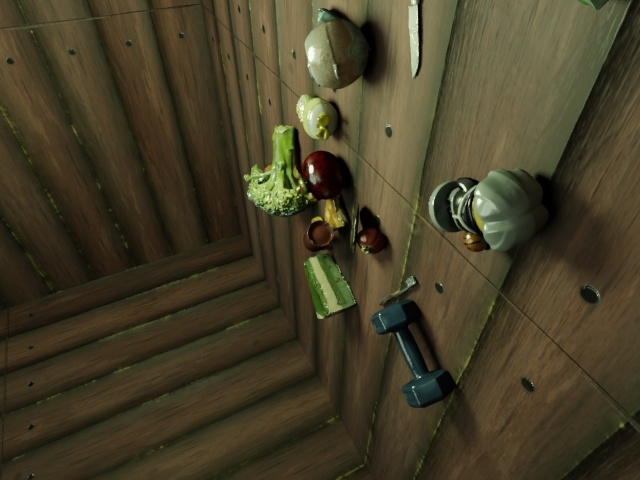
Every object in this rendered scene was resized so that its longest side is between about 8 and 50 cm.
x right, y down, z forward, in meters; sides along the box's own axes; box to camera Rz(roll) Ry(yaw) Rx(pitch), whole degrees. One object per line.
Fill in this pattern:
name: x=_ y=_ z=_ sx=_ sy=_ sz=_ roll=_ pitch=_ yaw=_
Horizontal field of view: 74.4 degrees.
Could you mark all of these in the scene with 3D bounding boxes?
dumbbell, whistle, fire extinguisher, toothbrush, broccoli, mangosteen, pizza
dumbbell: x=0.290 y=0.358 z=1.352 sx=0.144 sy=0.159 sz=0.325 roll=-34 pitch=73 yaw=38
whistle: x=0.045 y=-0.563 z=1.203 sx=0.189 sy=0.188 sz=0.348 roll=95 pitch=172 yaw=-50
fire extinguisher: x=0.000 y=0.000 z=1.793 sx=0.147 sy=0.107 sz=0.337 roll=25 pitch=171 yaw=-2
toothbrush: x=0.260 y=0.185 z=1.456 sx=0.321 sy=0.023 sz=0.031 roll=117 pitch=138 yaw=-63
broccoli: x=-0.163 y=-0.283 z=1.915 sx=0.353 sy=0.275 sz=0.397 roll=41 pitch=116 yaw=0
mangosteen: x=-0.009 y=-0.230 z=1.549 sx=0.200 sy=0.199 sz=0.200 roll=54 pitch=155 yaw=41
pizza: x=0.066 y=-0.105 z=1.675 sx=0.161 sy=0.062 sz=0.182 roll=-120 pitch=26 yaw=-48

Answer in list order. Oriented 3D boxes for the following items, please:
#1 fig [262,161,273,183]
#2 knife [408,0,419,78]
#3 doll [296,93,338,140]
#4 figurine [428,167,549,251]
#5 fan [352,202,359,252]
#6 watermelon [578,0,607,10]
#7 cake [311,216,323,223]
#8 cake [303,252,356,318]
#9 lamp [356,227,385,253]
fig: x=-0.217 y=-0.271 z=2.177 sx=0.257 sy=0.159 sz=0.159 roll=60 pitch=164 yaw=-13
knife: x=0.208 y=-0.518 z=0.948 sx=0.047 sy=0.017 sz=0.298 roll=45 pitch=152 yaw=55
doll: x=-0.030 y=-0.449 z=1.513 sx=0.296 sy=0.117 sz=0.142 roll=47 pitch=147 yaw=50
figurine: x=0.338 y=-0.054 z=0.855 sx=0.176 sy=0.132 sz=0.236 roll=65 pitch=165 yaw=-11
fan: x=0.115 y=-0.041 z=1.409 sx=0.310 sy=0.010 sz=0.183 roll=0 pitch=-85 yaw=-82
watermelon: x=0.318 y=-0.429 z=0.544 sx=0.136 sy=0.202 sz=0.207 roll=-55 pitch=47 yaw=18
cake: x=-0.007 y=-0.068 z=1.920 sx=0.084 sy=0.044 sz=0.084 roll=55 pitch=156 yaw=38
cake: x=0.024 y=0.220 z=1.939 sx=0.172 sy=0.157 sz=0.284 roll=105 pitch=143 yaw=-61
lamp: x=0.171 y=0.001 z=1.431 sx=0.101 sy=0.090 sz=0.101 roll=22 pitch=154 yaw=11
